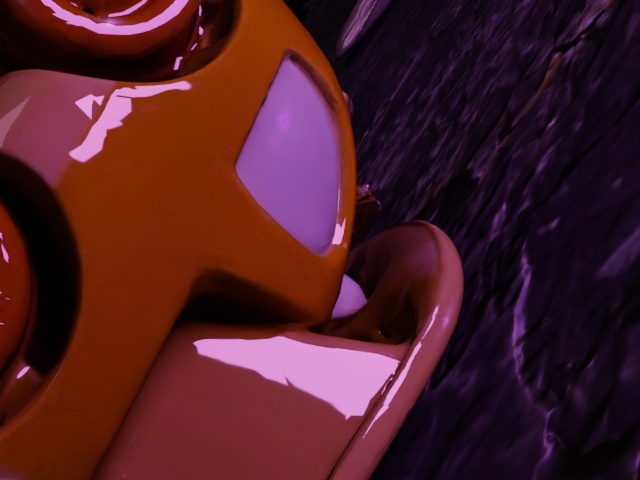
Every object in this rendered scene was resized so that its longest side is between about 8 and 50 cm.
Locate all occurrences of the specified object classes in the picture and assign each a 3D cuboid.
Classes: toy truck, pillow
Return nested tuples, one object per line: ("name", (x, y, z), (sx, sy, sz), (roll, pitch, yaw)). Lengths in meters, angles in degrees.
("toy truck", (-0.086, 0.024, 0.392), (0.204, 0.211, 0.288), (-34, 28, 60))
("pillow", (0.080, -0.305, 1.196), (0.233, 0.038, 0.131), (-56, 7, 7))

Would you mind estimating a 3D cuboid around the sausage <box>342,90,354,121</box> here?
("sausage", (-0.010, -0.053, 0.804), (0.033, 0.033, 0.269), (-48, 12, 35))

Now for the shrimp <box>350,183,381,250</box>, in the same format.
("shrimp", (0.006, 0.005, 0.556), (0.095, 0.045, 0.162), (-37, -8, -36))
